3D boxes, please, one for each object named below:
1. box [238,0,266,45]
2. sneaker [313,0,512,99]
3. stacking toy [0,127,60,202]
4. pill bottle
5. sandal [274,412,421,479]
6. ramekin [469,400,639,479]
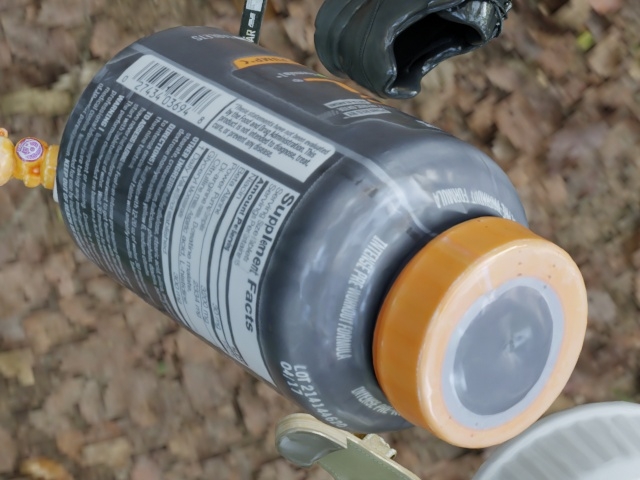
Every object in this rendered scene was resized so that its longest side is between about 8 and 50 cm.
[{"bbox_3d":[-0.060,-0.185,1.594,0.018,0.067,0.083,11,106,-2],"label":"box"},{"bbox_3d":[0.127,-0.225,1.519,0.286,0.130,0.109,-50,128,6],"label":"sneaker"},{"bbox_3d":[-0.198,-0.064,1.787,0.302,0.175,0.166,9,164,-3],"label":"stacking toy"},{"bbox_3d":[0.000,0.000,0.785,0.130,0.246,0.130,-18,121,-33],"label":"pill bottle"},{"bbox_3d":[0.042,0.228,1.996,0.088,0.079,0.240,-29,132,30],"label":"sandal"},{"bbox_3d":[0.231,0.266,1.382,0.273,0.127,0.272,-1,97,-10],"label":"ramekin"}]
